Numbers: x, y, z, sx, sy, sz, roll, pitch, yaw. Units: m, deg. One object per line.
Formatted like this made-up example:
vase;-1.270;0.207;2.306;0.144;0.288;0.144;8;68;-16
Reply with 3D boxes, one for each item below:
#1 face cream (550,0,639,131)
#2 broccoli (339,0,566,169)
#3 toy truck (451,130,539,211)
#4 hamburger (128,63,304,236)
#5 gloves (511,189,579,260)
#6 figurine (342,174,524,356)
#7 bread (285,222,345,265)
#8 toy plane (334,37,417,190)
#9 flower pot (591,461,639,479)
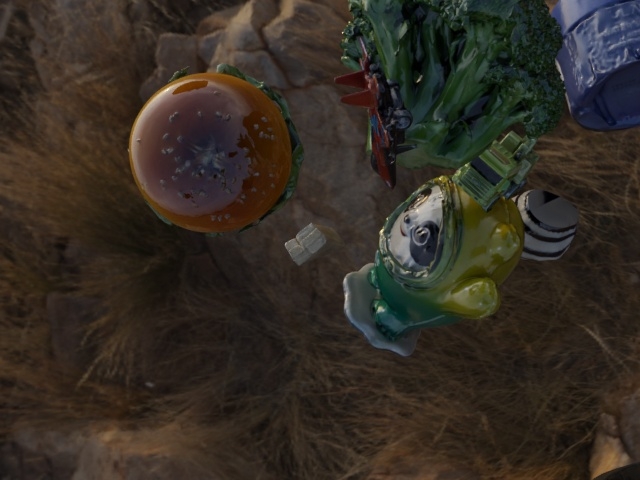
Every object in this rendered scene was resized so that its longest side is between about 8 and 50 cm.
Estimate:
face cream;0.584;-0.359;1.362;0.249;0.249;0.225;-21;63;31
broccoli;0.140;-0.208;0.819;0.294;0.265;0.246;12;83;43
toy truck;0.270;-0.114;1.041;0.077;0.169;0.100;45;126;16
hamburger;-0.145;-0.123;0.982;0.246;0.170;0.246;0;97;-4
gloves;0.405;-0.010;1.365;0.140;0.219;0.131;3;59;-3
figurine;0.206;0.034;1.219;0.340;0.231;0.324;-46;32;40
bread;-0.012;0.014;1.939;0.105;0.152;0.077;-42;69;15
toy plane;0.070;-0.118;0.759;0.061;0.189;0.130;-22;51;9
flower pot;0.354;0.268;0.548;0.269;0.269;0.166;-11;80;33
